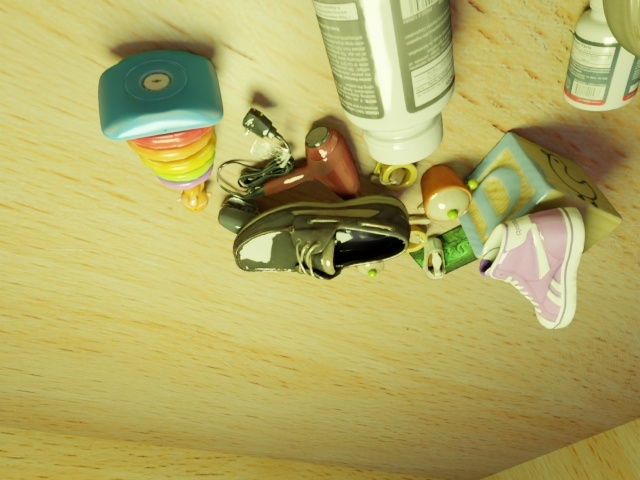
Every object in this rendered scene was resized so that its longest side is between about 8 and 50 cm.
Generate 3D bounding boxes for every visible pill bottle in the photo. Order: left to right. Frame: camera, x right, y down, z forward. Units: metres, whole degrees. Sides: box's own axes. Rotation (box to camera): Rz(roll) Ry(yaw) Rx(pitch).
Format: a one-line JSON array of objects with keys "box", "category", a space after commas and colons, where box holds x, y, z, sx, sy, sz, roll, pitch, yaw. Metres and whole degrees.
[{"box": [0.100, -0.272, 0.613, 0.176, 0.176, 0.319, -14, 135, 8], "category": "pill bottle"}, {"box": [0.455, -0.309, 0.666, 0.107, 0.108, 0.180, -12, 136, 6], "category": "pill bottle"}]

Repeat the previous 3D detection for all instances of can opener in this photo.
[{"box": [-0.093, -0.002, 0.928, 0.283, 0.095, 0.076, 27, 128, -22], "category": "can opener"}]

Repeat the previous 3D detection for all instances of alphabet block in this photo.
[{"box": [0.419, -0.065, 0.857, 0.197, 0.192, 0.193, 15, 134, -22], "category": "alphabet block"}]

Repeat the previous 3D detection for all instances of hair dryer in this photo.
[{"box": [-0.038, -0.140, 0.830, 0.293, 0.080, 0.223, 19, 147, -16], "category": "hair dryer"}]

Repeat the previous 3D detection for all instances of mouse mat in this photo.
[{"box": [0.336, 0.026, 1.072, 0.189, 0.007, 0.152, -29, 132, 23], "category": "mouse mat"}]

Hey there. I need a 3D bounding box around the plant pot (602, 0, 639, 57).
[{"box": [0.522, -0.287, 0.425, 0.323, 0.280, 0.323, -2, 134, -2], "category": "plant pot"}]

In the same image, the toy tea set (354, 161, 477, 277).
[{"box": [0.179, -0.029, 0.911, 0.200, 0.124, 0.336, 7, 135, -13], "category": "toy tea set"}]

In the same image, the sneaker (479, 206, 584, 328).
[{"box": [0.377, 0.064, 0.789, 0.161, 0.102, 0.282, -12, 125, 11], "category": "sneaker"}]

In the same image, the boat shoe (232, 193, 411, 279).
[{"box": [0.000, 0.000, 0.809, 0.355, 0.130, 0.132, -14, 123, 5], "category": "boat shoe"}]

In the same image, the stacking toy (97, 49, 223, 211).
[{"box": [-0.241, -0.151, 0.738, 0.175, 0.166, 0.302, -13, 149, -10], "category": "stacking toy"}]

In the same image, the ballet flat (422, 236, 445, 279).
[{"box": [0.283, 0.061, 1.059, 0.057, 0.052, 0.168, -15, 136, 9], "category": "ballet flat"}]
